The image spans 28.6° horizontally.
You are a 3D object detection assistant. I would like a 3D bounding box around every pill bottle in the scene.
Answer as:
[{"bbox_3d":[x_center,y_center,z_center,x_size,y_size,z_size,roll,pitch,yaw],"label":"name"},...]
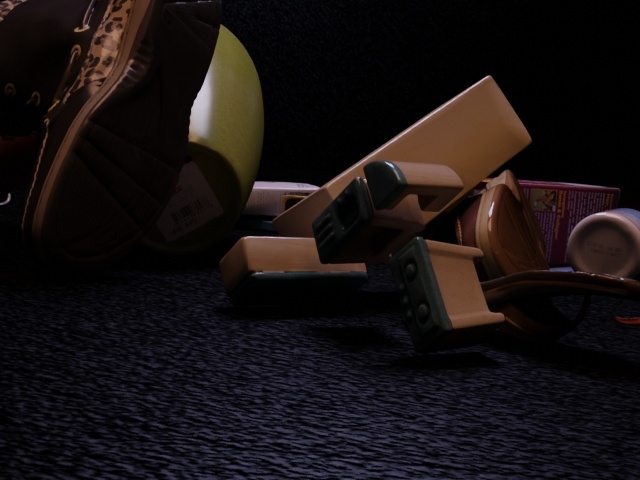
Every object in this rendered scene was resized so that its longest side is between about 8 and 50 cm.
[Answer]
[{"bbox_3d":[0.345,0.007,1.453,0.087,0.087,0.160,7,7,24],"label":"pill bottle"}]

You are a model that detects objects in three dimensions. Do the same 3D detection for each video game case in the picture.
[{"bbox_3d":[-0.023,-0.023,1.777,0.119,0.015,0.166,8,8,35],"label":"video game case"}]

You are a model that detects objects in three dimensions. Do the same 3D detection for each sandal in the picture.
[{"bbox_3d":[0.166,0.058,1.039,0.219,0.060,0.090,-8,-7,32],"label":"sandal"}]

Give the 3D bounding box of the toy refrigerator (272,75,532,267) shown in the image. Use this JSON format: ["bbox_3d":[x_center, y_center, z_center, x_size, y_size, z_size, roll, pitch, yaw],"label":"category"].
[{"bbox_3d":[0.089,-0.057,1.255,0.269,0.094,0.102,-35,3,-38],"label":"toy refrigerator"}]

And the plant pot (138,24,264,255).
[{"bbox_3d":[-0.178,-0.106,1.471,0.274,0.275,0.293,3,25,-15],"label":"plant pot"}]

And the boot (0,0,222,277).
[{"bbox_3d":[-0.278,-0.131,1.305,0.284,0.378,0.138,-1,-29,34],"label":"boot"}]

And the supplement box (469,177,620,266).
[{"bbox_3d":[0.276,-0.022,1.584,0.188,0.104,0.081,2,7,-26],"label":"supplement box"}]

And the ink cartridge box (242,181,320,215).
[{"bbox_3d":[-0.119,-0.062,1.814,0.223,0.045,0.223,0,4,-6],"label":"ink cartridge box"}]

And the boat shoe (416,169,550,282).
[{"bbox_3d":[0.164,0.007,1.323,0.123,0.123,0.342,-25,9,14],"label":"boat shoe"}]

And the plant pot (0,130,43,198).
[{"bbox_3d":[-0.493,-0.135,1.465,0.274,0.275,0.243,6,17,10],"label":"plant pot"}]

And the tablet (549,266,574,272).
[{"bbox_3d":[0.304,0.039,1.502,0.054,0.006,0.083,10,7,41],"label":"tablet"}]

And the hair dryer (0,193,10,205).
[{"bbox_3d":[-0.603,-0.099,1.754,0.293,0.080,0.223,-1,9,-36],"label":"hair dryer"}]

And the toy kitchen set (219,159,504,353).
[{"bbox_3d":[0.027,0.044,1.028,0.122,0.166,0.207,1,-29,-31],"label":"toy kitchen set"}]

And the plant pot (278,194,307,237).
[{"bbox_3d":[0.000,0.000,1.320,0.081,0.082,0.083,5,-5,4],"label":"plant pot"}]

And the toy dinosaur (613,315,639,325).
[{"bbox_3d":[0.327,0.077,1.130,0.090,0.047,0.082,-30,23,-8],"label":"toy dinosaur"}]
